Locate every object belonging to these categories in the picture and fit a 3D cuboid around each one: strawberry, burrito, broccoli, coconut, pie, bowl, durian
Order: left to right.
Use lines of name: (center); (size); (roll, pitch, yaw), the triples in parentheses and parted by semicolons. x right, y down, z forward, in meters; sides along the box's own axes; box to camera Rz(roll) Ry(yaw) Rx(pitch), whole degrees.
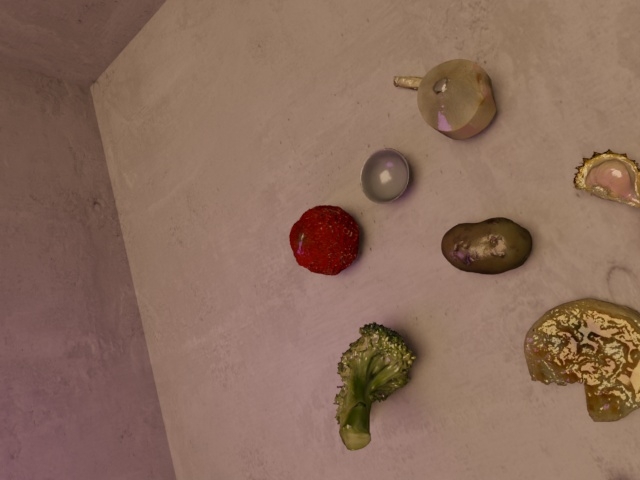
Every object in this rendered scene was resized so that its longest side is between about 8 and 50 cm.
strawberry: (0.000, 0.000, 1.805); (0.257, 0.277, 0.257); (0, 90, 34)
broccoli: (0.153, 0.430, 1.608); (0.275, 0.397, 0.353); (4, 85, 12)
bowl: (0.235, -0.213, 1.755); (0.189, 0.086, 0.189); (-1, 89, 37)
burrito: (0.323, -0.526, 1.736); (0.185, 0.041, 0.045); (21, 118, 34)
coconut: (0.407, -0.421, 1.552); (0.241, 0.241, 0.241); (-2, 86, 37)
pie: (0.713, 0.302, 1.373); (0.337, 0.075, 0.337); (-3, 85, 37)
durian: (0.779, -0.145, 1.354); (0.224, 0.078, 0.140); (39, 98, 21)

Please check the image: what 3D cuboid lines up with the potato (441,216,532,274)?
potato: (0.480, 0.020, 1.518); (0.262, 0.165, 0.165); (-9, 82, 38)
